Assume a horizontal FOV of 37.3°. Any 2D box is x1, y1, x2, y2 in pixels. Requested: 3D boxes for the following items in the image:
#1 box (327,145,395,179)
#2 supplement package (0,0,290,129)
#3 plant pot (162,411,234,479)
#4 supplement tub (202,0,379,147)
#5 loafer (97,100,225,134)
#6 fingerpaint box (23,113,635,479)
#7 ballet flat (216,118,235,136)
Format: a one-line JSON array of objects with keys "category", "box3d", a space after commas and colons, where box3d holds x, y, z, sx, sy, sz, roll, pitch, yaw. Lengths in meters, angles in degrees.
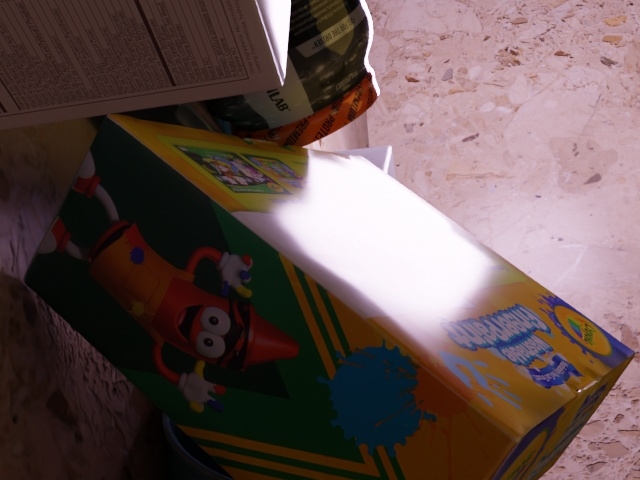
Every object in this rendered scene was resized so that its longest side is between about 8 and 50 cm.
[{"category": "box", "box3d": [0.000, 0.000, 1.374, 0.345, 0.215, 0.168, -71, 153, -66]}, {"category": "supplement package", "box3d": [-0.162, -0.191, 0.465, 0.198, 0.263, 0.199, 71, 16, -48]}, {"category": "plant pot", "box3d": [-0.030, 0.291, 0.966, 0.271, 0.272, 0.255, -66, 164, -70]}, {"category": "supplement tub", "box3d": [-0.077, -0.269, 0.967, 0.207, 0.207, 0.338, -76, 143, -63]}, {"category": "loafer", "box3d": [-0.151, -0.124, 0.948, 0.302, 0.109, 0.095, 61, 20, -57]}, {"category": "fingerpaint box", "box3d": [0.041, 0.074, 0.826, 0.163, 0.371, 0.445, -59, 158, 15]}, {"category": "ballet flat", "box3d": [-0.076, 0.010, 1.137, 0.139, 0.139, 0.400, 24, 62, -78]}]
